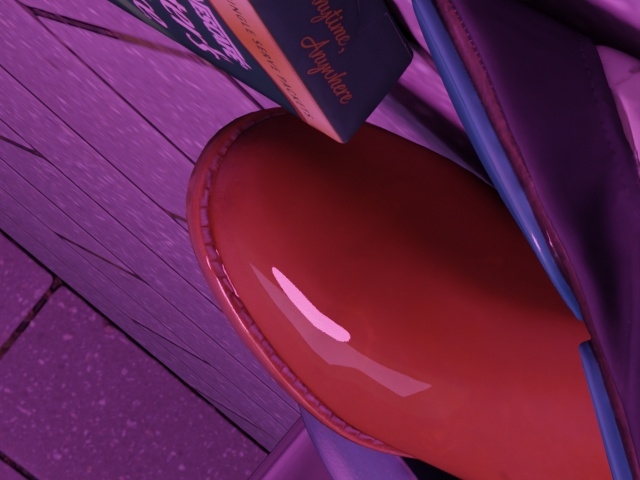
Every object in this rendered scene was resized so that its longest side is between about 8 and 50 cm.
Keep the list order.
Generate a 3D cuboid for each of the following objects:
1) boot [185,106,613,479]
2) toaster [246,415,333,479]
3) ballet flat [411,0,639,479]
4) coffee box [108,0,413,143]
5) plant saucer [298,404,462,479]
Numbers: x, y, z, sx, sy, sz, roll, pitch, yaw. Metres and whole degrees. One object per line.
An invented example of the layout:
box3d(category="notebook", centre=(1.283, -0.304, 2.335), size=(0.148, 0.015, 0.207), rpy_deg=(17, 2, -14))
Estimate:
box3d(category="boot", centre=(0.090, 0.044, 0.596), size=(0.283, 0.109, 0.220), rpy_deg=(46, 165, -2))
box3d(category="toaster", centre=(0.040, 0.177, 1.295), size=(0.129, 0.146, 0.227), rpy_deg=(28, 168, 42))
box3d(category="ballet flat", centre=(0.085, 0.011, 0.487), size=(0.074, 0.074, 0.203), rpy_deg=(59, -169, -66))
box3d(category="coffee box", centre=(-0.064, -0.107, 0.616), size=(0.184, 0.040, 0.113), rpy_deg=(33, 170, 28))
box3d(category="plant saucer", centre=(0.090, 0.149, 0.968), size=(0.317, 0.044, 0.317), rpy_deg=(45, -172, -8))
